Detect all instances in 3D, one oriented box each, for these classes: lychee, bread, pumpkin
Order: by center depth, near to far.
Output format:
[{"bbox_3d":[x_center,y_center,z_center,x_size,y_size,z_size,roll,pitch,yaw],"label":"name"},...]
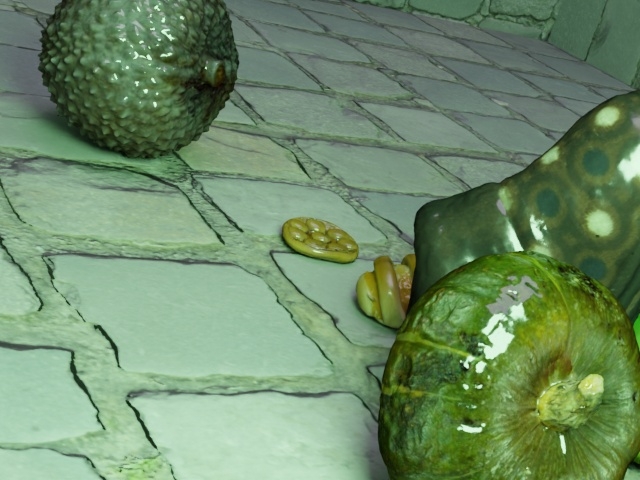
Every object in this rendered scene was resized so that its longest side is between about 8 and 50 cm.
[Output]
[{"bbox_3d":[0.178,0.135,1.026,0.260,0.260,0.189,2,-4,-35],"label":"pumpkin"},{"bbox_3d":[0.131,0.066,1.416,0.177,0.084,0.119,10,21,-9],"label":"bread"},{"bbox_3d":[0.000,0.000,1.554,0.110,0.024,0.110,15,22,-6],"label":"bread"},{"bbox_3d":[-0.255,-0.260,1.649,0.300,0.300,0.300,15,21,-6],"label":"lychee"}]

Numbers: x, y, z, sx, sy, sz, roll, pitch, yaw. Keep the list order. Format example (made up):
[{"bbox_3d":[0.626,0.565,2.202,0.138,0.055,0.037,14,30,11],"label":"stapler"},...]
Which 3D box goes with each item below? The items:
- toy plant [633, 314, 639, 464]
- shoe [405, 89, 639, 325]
[{"bbox_3d":[0.459,0.174,1.295,0.316,0.184,0.224,14,-3,-36],"label":"toy plant"},{"bbox_3d":[0.209,0.008,1.195,0.237,0.384,0.171,14,28,-10],"label":"shoe"}]
